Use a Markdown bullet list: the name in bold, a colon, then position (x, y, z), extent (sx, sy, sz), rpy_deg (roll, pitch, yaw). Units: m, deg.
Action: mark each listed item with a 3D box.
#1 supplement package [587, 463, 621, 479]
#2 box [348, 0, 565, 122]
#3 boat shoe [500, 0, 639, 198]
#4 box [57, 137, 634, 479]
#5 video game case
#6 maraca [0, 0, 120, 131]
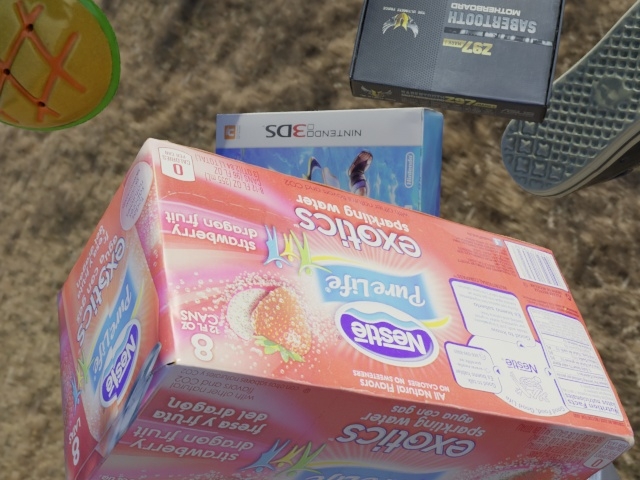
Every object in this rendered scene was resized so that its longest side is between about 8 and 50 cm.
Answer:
- **supplement package**: position (0.181, 0.309, 0.989), extent (0.244, 0.134, 0.139), rpy_deg (-12, 34, 31)
- **box**: position (0.163, -0.245, 1.165), extent (0.233, 0.059, 0.183), rpy_deg (10, 76, 10)
- **boat shoe**: position (0.461, -0.221, 1.284), extent (0.500, 0.156, 0.187), rpy_deg (-38, 70, 34)
- **box**: position (0.013, 0.074, 0.582), extent (0.142, 0.300, 0.154), rpy_deg (-52, 38, 35)
- **video game case**: position (0.000, 0.000, 1.033), extent (0.244, 0.061, 0.269), rpy_deg (2, 89, 29)
- **maraca**: position (-0.248, -0.147, 0.783), extent (0.099, 0.186, 0.127), rpy_deg (-69, -21, -65)
